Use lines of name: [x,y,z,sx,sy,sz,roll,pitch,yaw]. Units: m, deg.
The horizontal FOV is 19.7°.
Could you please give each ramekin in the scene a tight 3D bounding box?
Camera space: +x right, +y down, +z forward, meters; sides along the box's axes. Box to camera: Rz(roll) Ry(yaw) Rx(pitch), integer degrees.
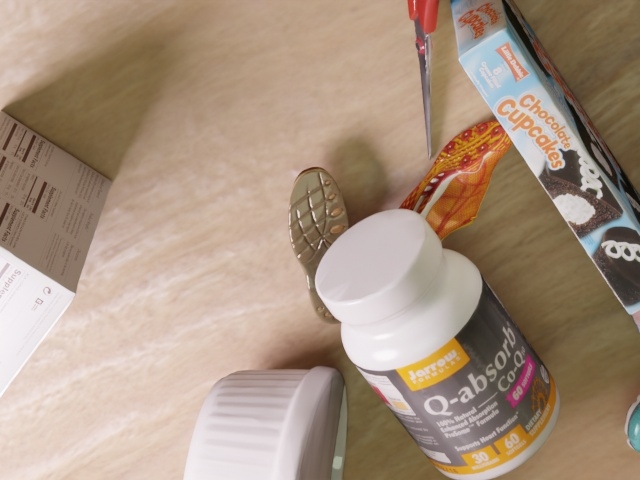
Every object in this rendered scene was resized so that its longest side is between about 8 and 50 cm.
ramekin: [-0.060,0.260,1.965,0.127,0.273,0.273,7,116,12]

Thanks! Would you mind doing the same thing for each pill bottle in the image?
pill bottle: [0.120,0.108,1.911,0.162,0.162,0.278,-29,123,14]

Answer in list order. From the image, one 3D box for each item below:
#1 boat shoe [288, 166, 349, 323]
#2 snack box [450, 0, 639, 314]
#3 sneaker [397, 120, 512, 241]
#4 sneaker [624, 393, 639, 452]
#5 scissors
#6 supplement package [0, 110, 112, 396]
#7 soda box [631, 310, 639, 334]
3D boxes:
boat shoe: [0.000,0.000,1.941,0.064,0.060,0.178,-12,117,-1]
snack box: [0.237,-0.099,1.819,0.060,0.187,0.322,-31,111,14]
sneaker: [0.146,-0.056,1.921,0.067,0.064,0.175,26,121,-27]
sneaker: [0.467,0.191,1.994,0.275,0.110,0.107,-7,115,5]
scissors: [0.100,-0.218,1.851,0.021,0.109,0.297,-21,141,-19]
supplement package: [-0.337,0.030,1.853,0.145,0.262,0.204,33,112,-13]
soda box: [0.416,0.048,1.955,0.183,0.058,0.063,-22,113,12]
